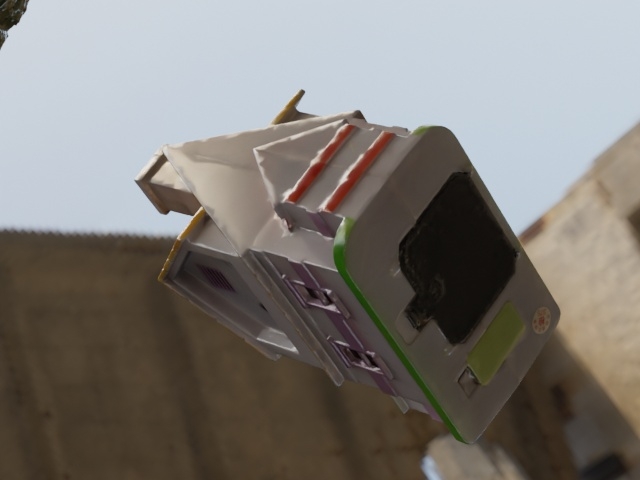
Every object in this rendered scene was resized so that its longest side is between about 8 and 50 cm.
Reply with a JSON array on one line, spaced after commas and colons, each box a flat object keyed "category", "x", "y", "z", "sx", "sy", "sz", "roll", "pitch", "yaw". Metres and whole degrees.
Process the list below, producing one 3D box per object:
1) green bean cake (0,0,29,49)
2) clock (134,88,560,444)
[{"category": "green bean cake", "x": -0.348, "y": -0.179, "z": 1.484, "sx": 0.173, "sy": 0.181, "sz": 0.094, "roll": 31, "pitch": -179, "yaw": 3}, {"category": "clock", "x": 0.000, "y": 0.001, "z": 1.444, "sx": 0.166, "sy": 0.309, "sz": 0.235, "roll": -53, "pitch": -49, "yaw": -22}]
